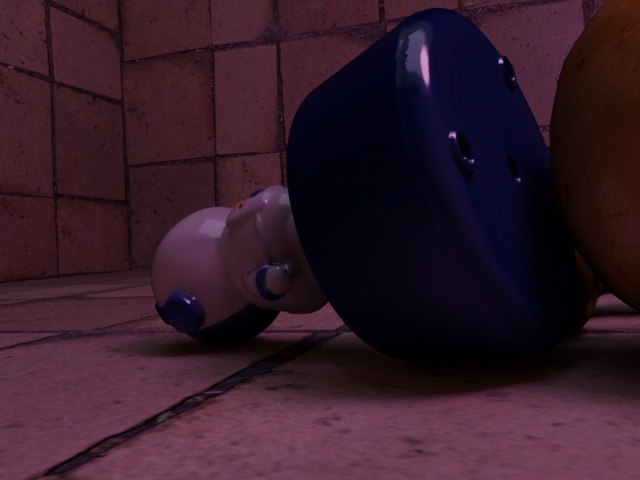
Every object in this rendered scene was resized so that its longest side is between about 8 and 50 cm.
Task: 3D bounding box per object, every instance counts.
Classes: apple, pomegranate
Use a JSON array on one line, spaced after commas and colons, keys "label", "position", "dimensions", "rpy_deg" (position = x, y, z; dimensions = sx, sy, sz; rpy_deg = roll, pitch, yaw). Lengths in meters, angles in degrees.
[{"label": "apple", "position": [0.220, 0.042, 0.633], "dimensions": [0.102, 0.099, 0.114], "rpy_deg": [0, -2, 24]}, {"label": "pomegranate", "position": [0.309, -0.062, 0.451], "dimensions": [0.307, 0.307, 0.307], "rpy_deg": [-3, 0, 0]}]

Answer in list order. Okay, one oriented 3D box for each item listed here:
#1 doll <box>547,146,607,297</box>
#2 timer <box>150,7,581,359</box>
[{"label": "doll", "position": [0.301, -0.012, 0.762], "dimensions": [0.321, 0.199, 0.186], "rpy_deg": [-2, 0, 13]}, {"label": "timer", "position": [0.000, 0.000, 0.584], "dimensions": [0.383, 0.271, 0.270], "rpy_deg": [-20, -10, 34]}]
